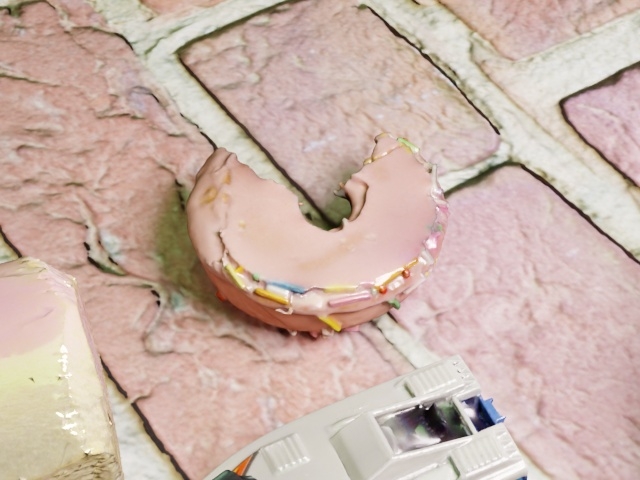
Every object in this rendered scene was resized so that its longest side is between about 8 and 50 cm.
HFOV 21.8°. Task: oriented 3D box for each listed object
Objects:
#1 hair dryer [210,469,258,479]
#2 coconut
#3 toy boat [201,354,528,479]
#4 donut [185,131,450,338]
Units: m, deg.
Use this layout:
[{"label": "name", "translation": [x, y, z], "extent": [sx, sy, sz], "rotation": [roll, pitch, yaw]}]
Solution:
[{"label": "hair dryer", "translation": [-0.130, 0.293, 1.177], "extent": [0.302, 0.116, 0.244], "rotation": [-37, 61, -17]}, {"label": "coconut", "translation": [-0.281, 0.141, 1.258], "extent": [0.245, 0.233, 0.233], "rotation": [-16, 51, -6]}, {"label": "toy boat", "translation": [0.010, 0.192, 1.299], "extent": [0.295, 0.088, 0.129], "rotation": [-20, 53, -13]}, {"label": "donut", "translation": [0.000, 0.000, 1.465], "extent": [0.233, 0.085, 0.199], "rotation": [-3, 49, -4]}]
